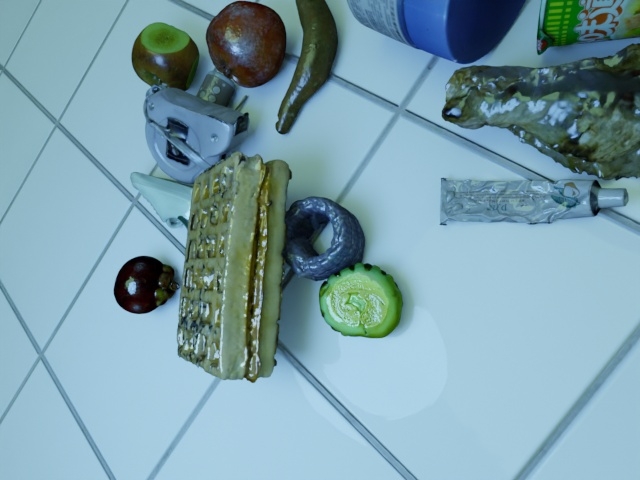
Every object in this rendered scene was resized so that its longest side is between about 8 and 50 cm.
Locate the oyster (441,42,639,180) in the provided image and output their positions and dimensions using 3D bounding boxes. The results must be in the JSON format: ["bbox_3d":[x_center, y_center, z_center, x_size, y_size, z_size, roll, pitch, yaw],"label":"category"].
[{"bbox_3d":[0.352,-0.205,0.601,0.337,0.133,0.197,15,79,24],"label":"oyster"}]

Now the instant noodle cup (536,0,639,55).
[{"bbox_3d":[0.433,-0.354,0.552,0.233,0.207,0.206,14,86,26],"label":"instant noodle cup"}]

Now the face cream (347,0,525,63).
[{"bbox_3d":[0.189,-0.440,0.666,0.225,0.249,0.248,38,98,29],"label":"face cream"}]

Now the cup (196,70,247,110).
[{"bbox_3d":[-0.234,-0.326,0.957,0.102,0.074,0.099,26,91,29],"label":"cup"}]

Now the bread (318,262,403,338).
[{"bbox_3d":[0.069,0.105,0.709,0.139,0.071,0.129,-18,80,12],"label":"bread"}]

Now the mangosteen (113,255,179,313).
[{"bbox_3d":[-0.379,0.098,0.924,0.140,0.140,0.139,-6,77,26],"label":"mangosteen"}]

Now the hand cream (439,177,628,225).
[{"bbox_3d":[0.311,-0.063,0.638,0.257,0.050,0.083,0,77,34],"label":"hand cream"}]

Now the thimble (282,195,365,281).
[{"bbox_3d":[-0.001,-0.002,0.756,0.150,0.098,0.149,-6,75,26],"label":"thimble"}]

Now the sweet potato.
[{"bbox_3d":[-0.020,-0.387,0.864,0.109,0.079,0.345,11,91,35],"label":"sweet potato"}]

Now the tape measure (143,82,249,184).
[{"bbox_3d":[-0.282,-0.219,0.909,0.236,0.120,0.197,24,124,10],"label":"tape measure"}]

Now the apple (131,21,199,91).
[{"bbox_3d":[-0.370,-0.442,1.003,0.147,0.163,0.147,25,77,-13],"label":"apple"}]

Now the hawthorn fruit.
[{"bbox_3d":[-0.150,-0.418,0.886,0.173,0.173,0.172,-6,77,26],"label":"hawthorn fruit"}]

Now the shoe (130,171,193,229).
[{"bbox_3d":[-0.353,-0.087,0.960,0.265,0.095,0.110,15,96,32],"label":"shoe"}]

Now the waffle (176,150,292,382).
[{"bbox_3d":[-0.162,0.047,0.763,0.261,0.114,0.375,-8,76,54],"label":"waffle"}]
